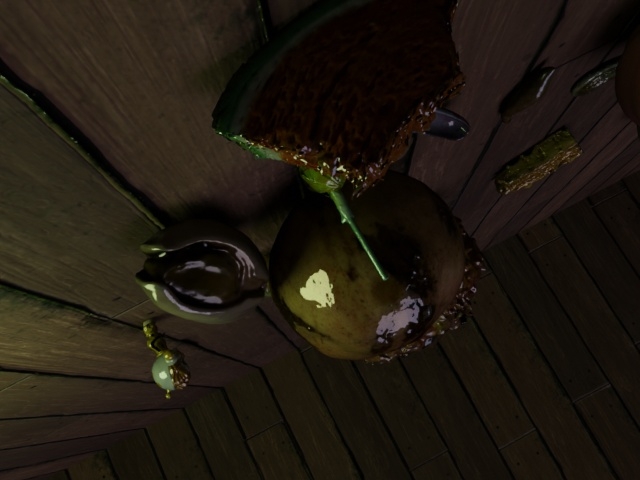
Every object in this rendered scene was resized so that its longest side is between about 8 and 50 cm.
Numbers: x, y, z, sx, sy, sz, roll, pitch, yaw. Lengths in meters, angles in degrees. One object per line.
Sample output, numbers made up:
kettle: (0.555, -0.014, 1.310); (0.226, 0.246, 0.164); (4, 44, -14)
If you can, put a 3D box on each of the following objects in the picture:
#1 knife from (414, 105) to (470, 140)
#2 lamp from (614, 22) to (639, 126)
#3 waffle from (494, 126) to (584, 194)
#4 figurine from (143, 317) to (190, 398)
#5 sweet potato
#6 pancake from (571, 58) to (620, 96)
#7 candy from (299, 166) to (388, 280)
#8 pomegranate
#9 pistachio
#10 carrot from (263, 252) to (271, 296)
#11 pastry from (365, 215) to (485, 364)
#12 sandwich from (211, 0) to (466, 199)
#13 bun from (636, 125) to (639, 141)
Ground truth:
knife: (0.119, -0.161, 0.774); (0.278, 0.053, 0.123); (-11, 154, -51)
lamp: (0.580, -0.276, 0.861); (0.305, 0.240, 0.305); (-24, -151, 15)
waffle: (0.510, -0.177, 1.438); (0.211, 0.055, 0.160); (-36, 163, 25)
figurine: (-0.292, 0.215, 1.132); (0.068, 0.143, 0.101); (-26, -171, -15)
sweet potato: (0.322, -0.225, 0.964); (0.041, 0.038, 0.153); (0, 160, -14)
pancake: (0.505, -0.295, 1.101); (0.108, 0.017, 0.108); (-26, 170, -5)
candy: (0.035, -0.033, 0.775); (0.062, 0.194, 0.058); (-30, 169, 8)
pomegranate: (0.071, 0.036, 0.939); (0.322, 0.322, 0.322); (-26, 166, -7)
pistachio: (-0.155, 0.043, 0.818); (0.153, 0.138, 0.238); (4, 173, 16)
carrot: (0.000, 0.000, 1.114); (0.298, 0.078, 0.078); (-35, 165, 4)
pastry: (0.199, 0.107, 1.399); (0.405, 0.292, 0.337); (-50, 167, 34)
sandwich: (0.035, -0.137, 0.526); (0.235, 0.159, 0.079); (-48, 160, -2)
bun: (0.904, -0.317, 1.492); (0.259, 0.152, 0.259); (-18, 173, -2)
